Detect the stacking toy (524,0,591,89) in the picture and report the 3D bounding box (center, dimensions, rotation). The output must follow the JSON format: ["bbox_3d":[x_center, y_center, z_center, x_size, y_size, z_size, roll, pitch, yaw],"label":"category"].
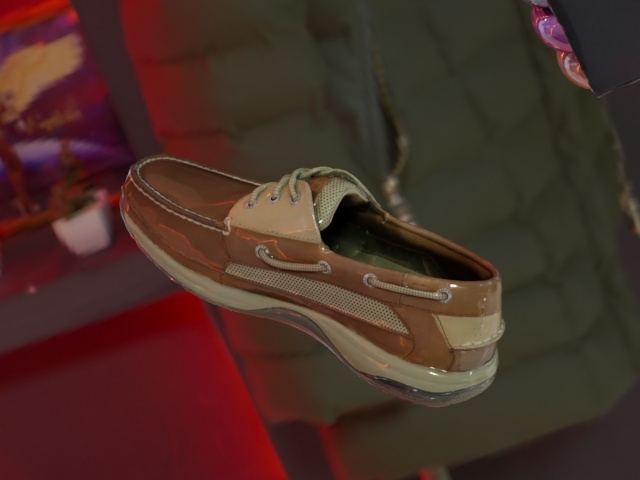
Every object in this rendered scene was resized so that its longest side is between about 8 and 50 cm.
[{"bbox_3d":[0.132,-0.258,1.017,0.141,0.330,0.141,-36,24,19],"label":"stacking toy"}]

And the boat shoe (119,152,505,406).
[{"bbox_3d":[0.000,0.000,1.154,0.324,0.120,0.122,26,34,19],"label":"boat shoe"}]

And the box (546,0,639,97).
[{"bbox_3d":[0.235,-0.174,0.645,0.261,0.103,0.184,-21,10,41],"label":"box"}]
